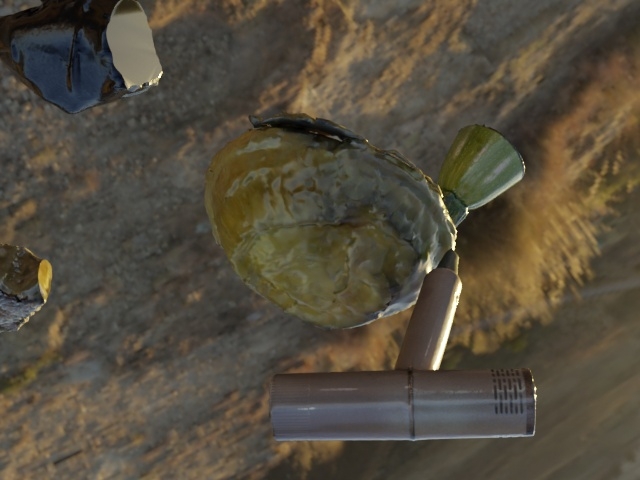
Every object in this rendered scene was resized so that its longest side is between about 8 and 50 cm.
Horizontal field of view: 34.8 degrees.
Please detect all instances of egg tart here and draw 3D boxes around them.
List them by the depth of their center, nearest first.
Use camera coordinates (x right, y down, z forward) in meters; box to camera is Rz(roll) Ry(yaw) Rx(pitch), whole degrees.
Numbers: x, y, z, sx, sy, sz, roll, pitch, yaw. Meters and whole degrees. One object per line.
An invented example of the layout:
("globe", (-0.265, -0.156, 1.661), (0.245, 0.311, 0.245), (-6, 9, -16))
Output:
("egg tart", (0.000, 0.000, 0.927), (0.232, 0.098, 0.252), (-16, 127, 29))

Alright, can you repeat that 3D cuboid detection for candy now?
("candy", (-0.370, 0.057, 1.186), (0.095, 0.085, 0.110), (27, 128, -26))

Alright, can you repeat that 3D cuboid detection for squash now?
("squash", (0.181, -0.070, 1.306), (0.132, 0.105, 0.105), (-47, 162, -21))

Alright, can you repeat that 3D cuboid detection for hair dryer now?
("hair dryer", (0.064, 0.072, 0.830), (0.195, 0.220, 0.054), (-3, 127, 6))

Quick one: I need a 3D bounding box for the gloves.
("gloves", (-0.348, -0.268, 1.323), (0.152, 0.301, 0.197), (-33, 123, -32))
